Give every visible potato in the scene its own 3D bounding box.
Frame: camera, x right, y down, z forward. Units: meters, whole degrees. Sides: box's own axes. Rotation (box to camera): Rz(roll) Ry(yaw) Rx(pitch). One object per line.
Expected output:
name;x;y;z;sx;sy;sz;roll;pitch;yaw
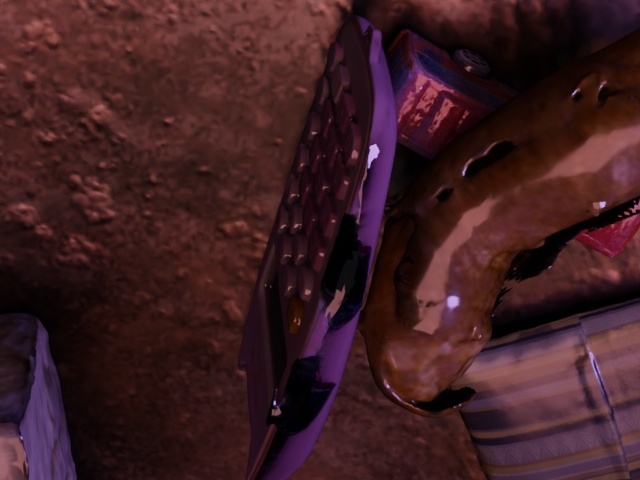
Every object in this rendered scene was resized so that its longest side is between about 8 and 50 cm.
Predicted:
potato;-0.297;0.170;1.326;0.264;0.189;0.211;1;116;5

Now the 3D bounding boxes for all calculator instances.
calculator;0.001;0.000;1.218;0.043;0.194;0.294;11;119;-11

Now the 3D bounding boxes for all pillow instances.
pillow;0.210;0.138;1.340;0.208;0.052;0.212;-18;114;9

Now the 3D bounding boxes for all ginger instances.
ginger;0.137;-0.027;1.157;0.309;0.107;0.133;-41;94;14

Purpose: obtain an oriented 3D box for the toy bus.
toy bus;0.121;-0.061;1.240;0.192;0.077;0.065;28;112;-9
